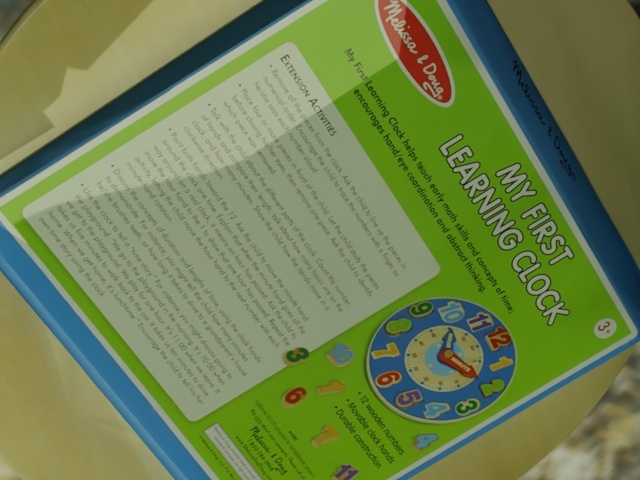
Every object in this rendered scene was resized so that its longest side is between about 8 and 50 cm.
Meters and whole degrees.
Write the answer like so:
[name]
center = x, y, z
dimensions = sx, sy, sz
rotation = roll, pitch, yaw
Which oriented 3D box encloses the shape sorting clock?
[shape sorting clock]
center = 0.000, 0.000, 0.468
dimensions = 0.206, 0.040, 0.206
rotation = -6, 120, -10
